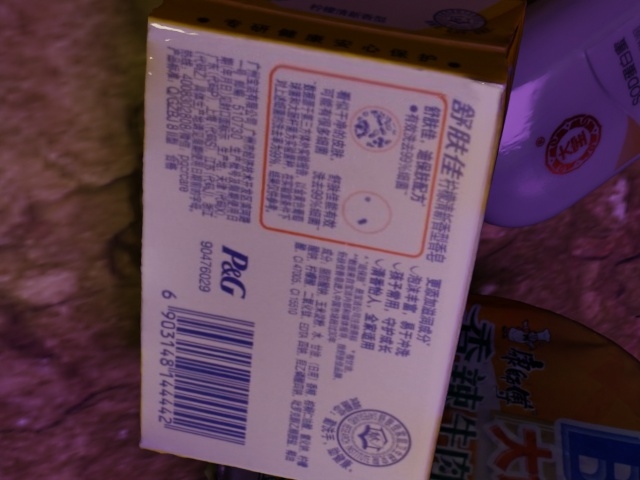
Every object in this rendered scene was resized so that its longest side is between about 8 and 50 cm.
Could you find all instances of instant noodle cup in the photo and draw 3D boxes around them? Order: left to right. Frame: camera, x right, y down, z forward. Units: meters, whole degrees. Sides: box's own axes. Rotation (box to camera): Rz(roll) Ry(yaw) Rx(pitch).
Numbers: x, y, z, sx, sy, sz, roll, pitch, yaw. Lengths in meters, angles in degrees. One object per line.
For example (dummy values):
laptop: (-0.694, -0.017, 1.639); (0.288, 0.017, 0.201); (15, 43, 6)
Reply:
instant noodle cup: (0.079, 0.204, 0.767); (0.296, 0.296, 0.214); (-19, 139, -20)

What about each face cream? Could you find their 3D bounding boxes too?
face cream: (0.137, -0.080, 0.722); (0.291, 0.071, 0.144); (-32, 134, -7)

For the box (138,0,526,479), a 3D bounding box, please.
box: (0.000, 0.000, 0.623); (0.168, 0.097, 0.265); (9, 125, 7)
